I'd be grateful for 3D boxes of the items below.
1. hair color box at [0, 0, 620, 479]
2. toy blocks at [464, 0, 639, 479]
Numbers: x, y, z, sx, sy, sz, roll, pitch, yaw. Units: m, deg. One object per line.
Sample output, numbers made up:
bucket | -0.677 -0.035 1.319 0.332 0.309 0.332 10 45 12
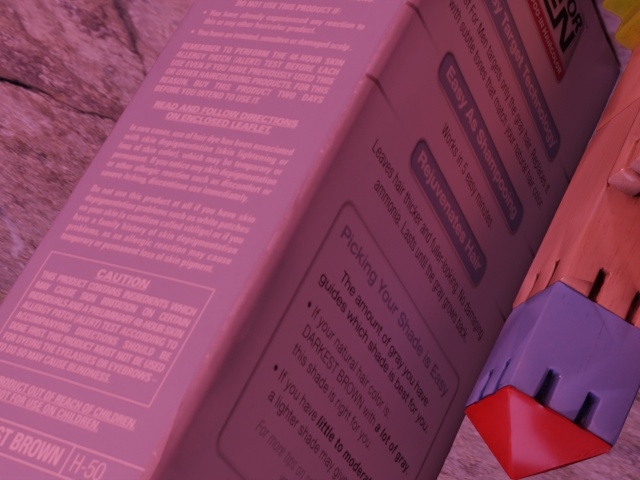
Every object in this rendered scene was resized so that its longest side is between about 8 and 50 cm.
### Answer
hair color box | 0.000 0.000 0.586 0.113 0.375 0.185 12 151 34
toy blocks | 0.240 0.041 0.544 0.381 0.261 0.191 31 157 -5
